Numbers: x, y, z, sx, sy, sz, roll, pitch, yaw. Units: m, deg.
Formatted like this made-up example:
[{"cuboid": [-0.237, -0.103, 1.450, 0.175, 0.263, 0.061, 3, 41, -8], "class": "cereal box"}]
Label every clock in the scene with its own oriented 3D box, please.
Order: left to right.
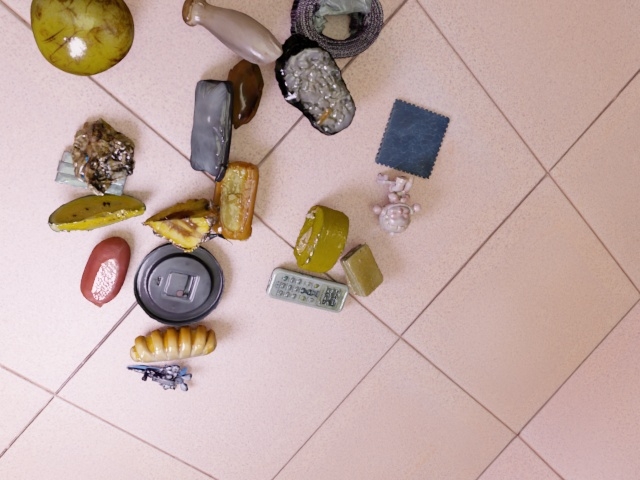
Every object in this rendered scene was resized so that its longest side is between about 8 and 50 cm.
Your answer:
[{"cuboid": [-0.521, 0.159, 1.787, 0.326, 0.067, 0.324, -5, 107, -16], "class": "clock"}]

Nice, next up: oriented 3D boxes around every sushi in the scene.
[{"cuboid": [-0.018, -0.526, 1.657, 0.211, 0.170, 0.350, -40, 129, 9], "class": "sushi"}]

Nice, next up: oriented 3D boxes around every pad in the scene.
[{"cuboid": [0.371, -0.403, 1.932, 0.270, 0.012, 0.268, 12, 102, -20], "class": "pad"}]

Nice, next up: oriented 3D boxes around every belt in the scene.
[{"cuboid": [0.058, -0.768, 1.667, 0.325, 0.122, 0.260, -7, 113, -14], "class": "belt"}]

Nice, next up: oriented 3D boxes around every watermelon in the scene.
[{"cuboid": [-0.748, -0.091, 1.605, 0.301, 0.129, 0.122, -16, 105, -31], "class": "watermelon"}]

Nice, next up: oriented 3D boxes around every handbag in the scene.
[{"cuboid": [-0.368, -0.371, 1.618, 0.075, 0.192, 0.331, -6, 110, -48], "class": "handbag"}]

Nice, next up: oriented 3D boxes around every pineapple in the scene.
[{"cuboid": [-0.432, -0.058, 1.670, 0.335, 0.161, 0.158, -11, 117, 31], "class": "pineapple"}]

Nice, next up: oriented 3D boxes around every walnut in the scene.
[{"cuboid": [-0.262, -0.499, 1.637, 0.137, 0.137, 0.245, 5, 104, -19], "class": "walnut"}]

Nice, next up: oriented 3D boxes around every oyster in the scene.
[{"cuboid": [-0.716, -0.280, 1.561, 0.223, 0.083, 0.214, 45, 71, -5], "class": "oyster"}]

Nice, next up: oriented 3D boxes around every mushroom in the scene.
[{"cuboid": [-0.279, -0.677, 1.553, 0.350, 0.128, 0.128, 27, 97, -3], "class": "mushroom"}]

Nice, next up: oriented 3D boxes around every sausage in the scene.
[{"cuboid": [-0.746, 0.111, 1.668, 0.148, 0.148, 0.254, 16, 103, -21], "class": "sausage"}]

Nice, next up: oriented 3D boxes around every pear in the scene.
[{"cuboid": [-0.692, -0.622, 1.406, 0.284, 0.283, 0.283, -5, 107, -16], "class": "pear"}]

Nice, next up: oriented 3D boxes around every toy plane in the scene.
[{"cuboid": [-0.625, 0.521, 1.856, 0.247, 0.078, 0.169, 12, 130, -18], "class": "toy plane"}]

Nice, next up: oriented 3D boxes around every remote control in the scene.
[{"cuboid": [-0.050, 0.201, 1.949, 0.336, 0.065, 0.127, 16, 98, -21], "class": "remote control"}]

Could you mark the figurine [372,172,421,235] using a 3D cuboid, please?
[{"cuboid": [0.296, -0.137, 1.929, 0.182, 0.145, 0.256, -5, 106, -37], "class": "figurine"}]

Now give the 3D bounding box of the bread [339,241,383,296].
[{"cuboid": [0.164, 0.119, 1.955, 0.138, 0.102, 0.196, -40, 114, -31], "class": "bread"}]

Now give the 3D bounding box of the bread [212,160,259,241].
[{"cuboid": [-0.311, -0.147, 1.738, 0.153, 0.119, 0.287, 5, 104, -22], "class": "bread"}]

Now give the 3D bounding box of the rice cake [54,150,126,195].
[{"cuboid": [-0.759, -0.224, 1.603, 0.211, 0.038, 0.124, 17, 85, -18], "class": "rice cake"}]

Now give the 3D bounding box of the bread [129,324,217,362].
[{"cuboid": [-0.546, 0.384, 1.794, 0.312, 0.173, 0.120, -4, 85, -17], "class": "bread"}]

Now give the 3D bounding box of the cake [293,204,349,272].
[{"cuboid": [0.000, 0.000, 1.843, 0.156, 0.179, 0.260, 16, 100, -20], "class": "cake"}]
